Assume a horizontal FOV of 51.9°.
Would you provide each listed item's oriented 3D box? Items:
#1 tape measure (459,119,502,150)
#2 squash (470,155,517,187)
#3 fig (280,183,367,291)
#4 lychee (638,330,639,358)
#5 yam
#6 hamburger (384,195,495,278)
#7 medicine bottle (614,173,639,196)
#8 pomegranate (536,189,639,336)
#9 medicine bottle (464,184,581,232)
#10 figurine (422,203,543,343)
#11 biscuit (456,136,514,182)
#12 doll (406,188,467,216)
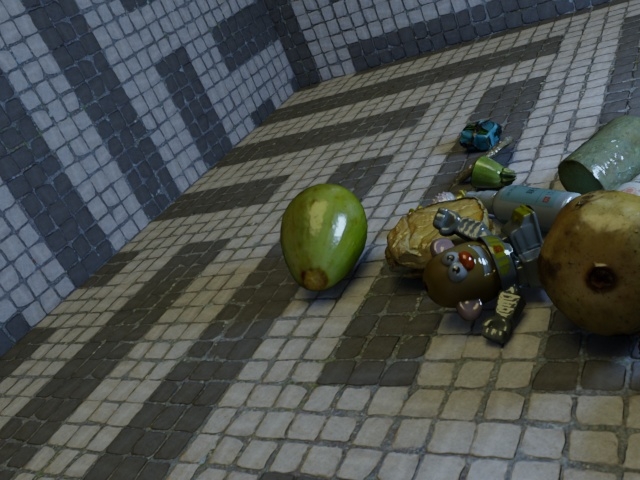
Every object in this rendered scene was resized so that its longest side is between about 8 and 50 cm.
[{"bbox_3d":[0.553,-0.366,2.287,0.125,0.080,0.146,6,38,43],"label":"tape measure"},{"bbox_3d":[0.534,-0.192,1.977,0.132,0.105,0.105,22,49,35],"label":"squash"},{"bbox_3d":[0.000,0.000,1.876,0.258,0.258,0.326,-10,44,28],"label":"fig"},{"bbox_3d":[0.610,0.184,1.069,0.188,0.188,0.188,-20,25,10],"label":"lychee"},{"bbox_3d":[0.742,-0.201,1.710,0.268,0.161,0.161,-37,28,-24],"label":"yam"},{"bbox_3d":[0.311,0.003,1.716,0.283,0.144,0.259,-4,36,28],"label":"hamburger"},{"bbox_3d":[0.695,-0.051,1.475,0.252,0.144,0.145,-37,27,-22],"label":"medicine bottle"},{"bbox_3d":[0.558,0.044,1.259,0.281,0.281,0.281,-20,25,10],"label":"pomegranate"},{"bbox_3d":[0.524,-0.090,1.738,0.110,0.110,0.352,-36,27,-23],"label":"medicine bottle"},{"bbox_3d":[0.369,0.061,1.473,0.285,0.167,0.342,-19,36,4],"label":"figurine"},{"bbox_3d":[0.546,-0.275,2.107,0.250,0.032,0.133,-36,-6,-24],"label":"biscuit"},{"bbox_3d":[0.338,-0.089,1.940,0.207,0.081,0.129,-25,6,3],"label":"doll"}]
